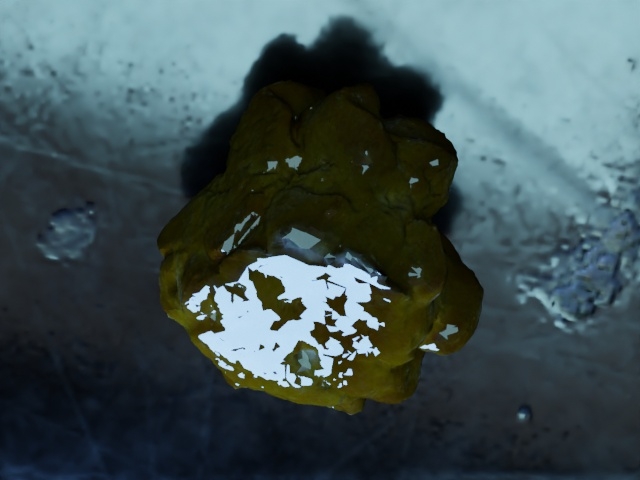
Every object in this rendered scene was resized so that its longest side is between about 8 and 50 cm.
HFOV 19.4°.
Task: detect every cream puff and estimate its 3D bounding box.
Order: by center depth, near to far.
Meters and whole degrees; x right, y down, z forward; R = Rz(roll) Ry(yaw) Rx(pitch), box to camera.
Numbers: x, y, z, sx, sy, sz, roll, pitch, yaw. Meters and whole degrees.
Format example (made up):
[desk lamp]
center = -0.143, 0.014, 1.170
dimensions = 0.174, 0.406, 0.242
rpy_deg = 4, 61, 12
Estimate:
[cream puff]
center = 0.000, 0.000, 0.675
dimensions = 0.116, 0.094, 0.122
rpy_deg = -2, 133, 5
